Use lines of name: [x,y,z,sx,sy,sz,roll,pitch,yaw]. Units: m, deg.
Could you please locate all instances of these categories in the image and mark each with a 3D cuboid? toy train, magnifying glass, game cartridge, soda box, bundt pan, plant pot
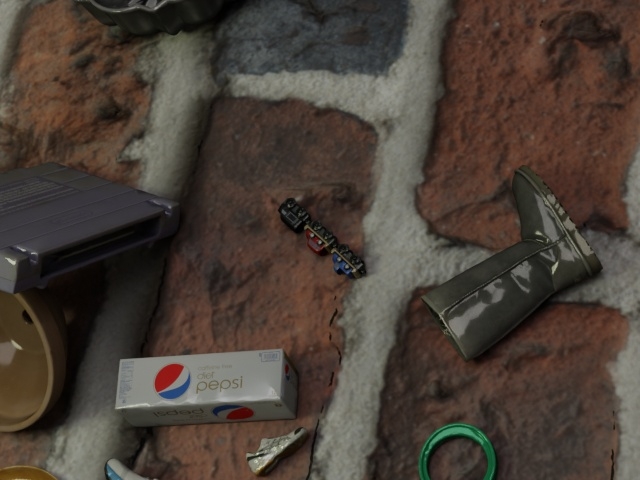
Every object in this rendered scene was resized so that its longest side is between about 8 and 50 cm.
toy train: [0.000,0.000,1.916,0.036,0.027,0.158,-46,61,-6]
magnifying glass: [0.157,0.322,1.710,0.092,0.026,0.230,-2,61,14]
game cartridge: [-0.367,-0.021,1.876,0.230,0.355,0.068,13,108,25]
soda box: [-0.140,0.184,1.832,0.216,0.074,0.069,-4,62,14]
bundt pan: [-0.225,-0.431,2.146,0.331,0.124,0.330,-7,61,13]
plant pot: [-0.403,0.117,1.890,0.237,0.237,0.110,21,30,24]

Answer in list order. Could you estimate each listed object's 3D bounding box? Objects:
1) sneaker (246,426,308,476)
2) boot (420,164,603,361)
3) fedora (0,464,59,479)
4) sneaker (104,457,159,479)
sneaker: [-0.055,0.249,1.799,0.083,0.032,0.037,-37,60,-6]
boot: [0.218,0.026,1.826,0.208,0.076,0.189,-33,57,5]
fedora: [-0.398,0.357,1.810,0.194,0.079,0.194,-6,62,12]
sneaker: [-0.179,0.316,1.785,0.191,0.071,0.083,37,71,19]
